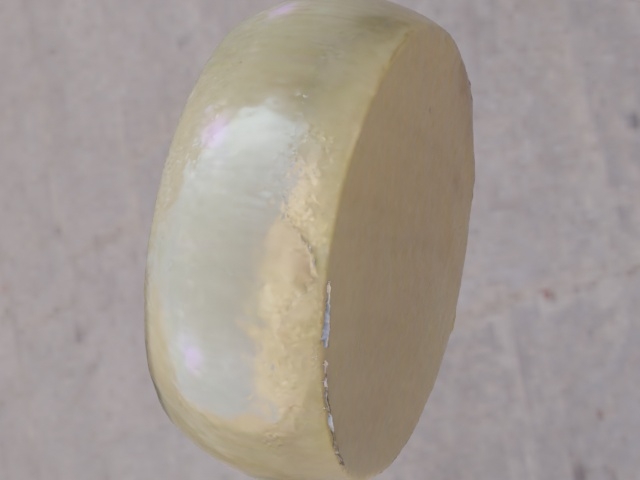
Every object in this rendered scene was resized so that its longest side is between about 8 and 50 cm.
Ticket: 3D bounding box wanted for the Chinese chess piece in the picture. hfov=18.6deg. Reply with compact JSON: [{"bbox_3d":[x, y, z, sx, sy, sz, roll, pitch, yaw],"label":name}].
[{"bbox_3d":[0.000,0.000,0.983,0.097,0.251,0.251,10,109,18],"label":"Chinese chess piece"}]
